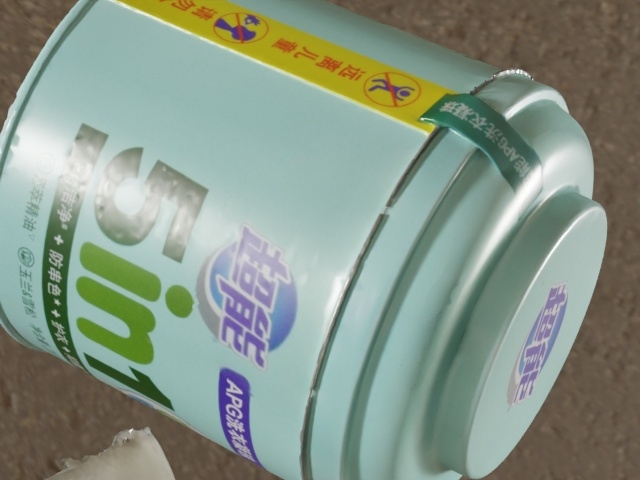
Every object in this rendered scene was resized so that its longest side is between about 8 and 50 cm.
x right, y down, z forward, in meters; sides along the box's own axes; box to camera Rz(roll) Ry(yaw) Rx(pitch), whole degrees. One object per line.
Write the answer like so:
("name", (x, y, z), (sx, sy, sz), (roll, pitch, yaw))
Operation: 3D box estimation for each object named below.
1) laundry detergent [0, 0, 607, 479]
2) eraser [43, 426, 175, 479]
("laundry detergent", (0.000, 0.000, 0.913), (0.287, 0.305, 0.287), (-48, 153, -36))
("eraser", (-0.050, 0.280, 0.554), (0.213, 0.082, 0.397), (-20, 80, -45))
